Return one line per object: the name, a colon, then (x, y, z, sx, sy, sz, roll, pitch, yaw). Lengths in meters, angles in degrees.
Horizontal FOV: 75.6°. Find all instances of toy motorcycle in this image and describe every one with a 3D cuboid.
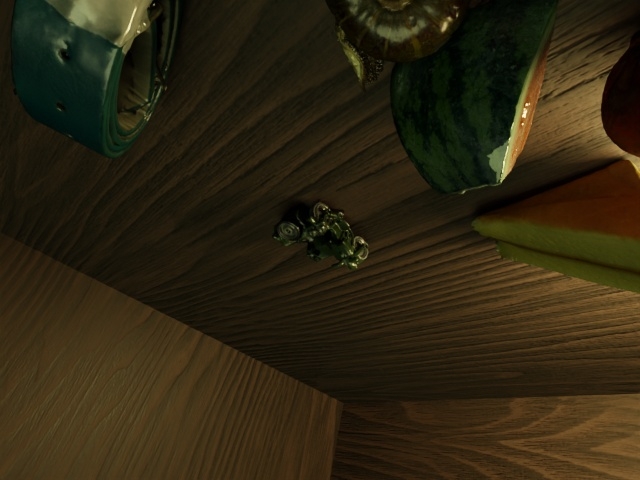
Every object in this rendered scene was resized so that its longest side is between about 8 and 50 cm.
toy motorcycle: (0.000, 0.000, 1.200, 0.205, 0.127, 0.275, -23, 128, 38)

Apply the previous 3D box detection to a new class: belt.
belt: (-0.363, -0.328, 0.711, 0.173, 0.300, 0.436, 24, 149, -13)

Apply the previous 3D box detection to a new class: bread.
bread: (0.546, 0.020, 0.926, 0.361, 0.245, 0.233, -20, 133, 36)

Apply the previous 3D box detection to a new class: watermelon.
watermelon: (0.298, -0.224, 0.688, 0.292, 0.283, 0.250, -4, 175, -15)

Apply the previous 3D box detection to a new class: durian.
durian: (0.080, -0.330, 0.729, 0.071, 0.110, 0.140, -22, 138, 9)

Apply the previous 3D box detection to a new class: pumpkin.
pumpkin: (0.121, -0.375, 0.603, 0.219, 0.162, 0.219, 4, 120, 7)

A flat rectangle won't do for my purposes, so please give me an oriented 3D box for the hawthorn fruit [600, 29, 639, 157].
hawthorn fruit: (0.573, -0.206, 0.566, 0.300, 0.254, 0.254, 27, 146, 4)
